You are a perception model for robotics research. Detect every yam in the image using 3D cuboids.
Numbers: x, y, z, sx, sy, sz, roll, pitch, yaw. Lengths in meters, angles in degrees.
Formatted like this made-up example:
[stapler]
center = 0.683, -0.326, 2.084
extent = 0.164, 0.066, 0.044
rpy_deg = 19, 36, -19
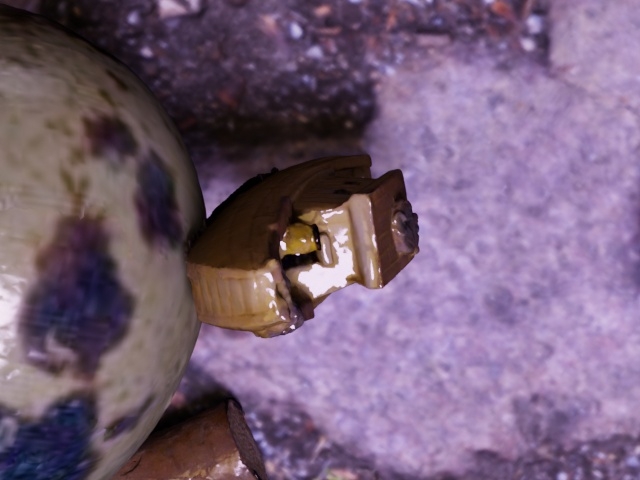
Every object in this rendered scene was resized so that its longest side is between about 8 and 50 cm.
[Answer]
[yam]
center = -0.108, 0.179, 1.417
extent = 0.127, 0.084, 0.084
rpy_deg = -24, 102, 10

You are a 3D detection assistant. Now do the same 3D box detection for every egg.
[egg]
center = -0.263, 0.041, 1.250
extent = 0.345, 0.345, 0.428
rpy_deg = 35, 118, -7

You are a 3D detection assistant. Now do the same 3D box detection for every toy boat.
[toy boat]
center = 0.000, 0.000, 1.246
extent = 0.121, 0.321, 0.089
rpy_deg = -5, 101, 14
